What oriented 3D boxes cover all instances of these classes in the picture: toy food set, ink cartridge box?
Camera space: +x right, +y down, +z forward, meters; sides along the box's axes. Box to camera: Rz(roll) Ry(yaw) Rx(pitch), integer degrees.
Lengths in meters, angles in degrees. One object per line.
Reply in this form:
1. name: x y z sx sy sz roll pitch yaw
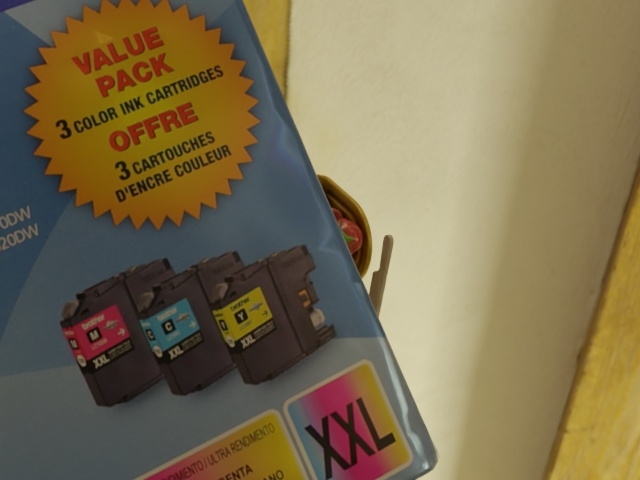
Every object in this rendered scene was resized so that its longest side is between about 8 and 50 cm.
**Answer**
1. toy food set: 0.000 0.000 1.562 0.218 0.071 0.128 42 -53 42
2. ink cartridge box: -0.149 -0.013 0.595 0.395 0.270 0.151 66 -20 -3
